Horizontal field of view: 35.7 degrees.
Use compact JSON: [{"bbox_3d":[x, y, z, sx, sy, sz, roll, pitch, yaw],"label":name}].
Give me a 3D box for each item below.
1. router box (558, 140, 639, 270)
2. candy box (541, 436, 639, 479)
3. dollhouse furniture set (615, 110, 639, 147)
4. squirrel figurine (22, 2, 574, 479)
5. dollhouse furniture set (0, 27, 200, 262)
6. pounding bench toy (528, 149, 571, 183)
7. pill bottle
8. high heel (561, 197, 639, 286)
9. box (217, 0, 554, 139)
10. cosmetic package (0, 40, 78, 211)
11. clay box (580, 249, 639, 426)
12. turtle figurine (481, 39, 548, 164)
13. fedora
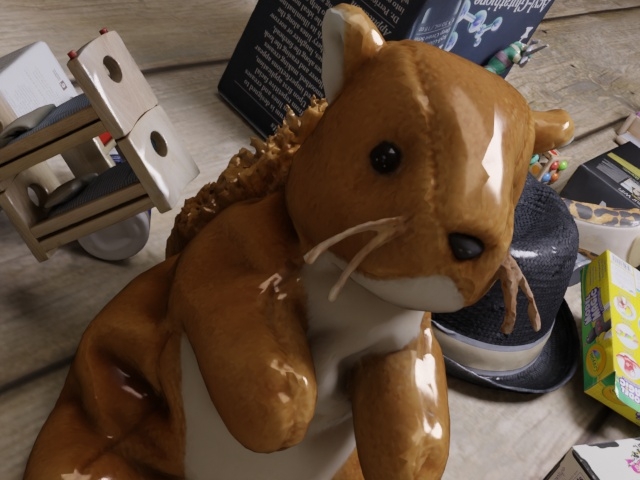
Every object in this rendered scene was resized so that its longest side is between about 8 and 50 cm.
[{"bbox_3d":[0.530,-0.014,1.493,0.309,0.081,0.243,41,32,19],"label":"router box"},{"bbox_3d":[0.318,0.284,0.871,0.159,0.071,0.233,4,40,-37],"label":"candy box"},{"bbox_3d":[0.712,-0.221,1.740,0.286,0.303,0.198,40,31,17],"label":"dollhouse furniture set"},{"bbox_3d":[0.000,0.000,0.723,0.281,0.370,0.397,21,31,-15],"label":"squirrel figurine"},{"bbox_3d":[-0.169,-0.098,0.786,0.129,0.129,0.183,61,25,-20],"label":"dollhouse furniture set"},{"bbox_3d":[0.350,-0.122,1.528,0.083,0.052,0.065,-5,45,-45],"label":"pounding bench toy"},{"bbox_3d":[-0.190,-0.042,0.925,0.067,0.067,0.120,18,32,-19],"label":"pill bottle"},{"bbox_3d":[0.345,-0.037,1.330,0.261,0.093,0.186,-15,46,-37],"label":"high heel"},{"bbox_3d":[0.106,-0.288,1.223,0.212,0.395,0.293,46,34,23],"label":"box"},{"bbox_3d":[-0.294,-0.074,0.817,0.085,0.117,0.231,60,20,-21],"label":"cosmetic package"},{"bbox_3d":[0.355,0.127,1.114,0.127,0.053,0.222,32,41,-15],"label":"clay box"},{"bbox_3d":[0.213,-0.160,1.207,0.118,0.234,0.175,3,71,13],"label":"turtle figurine"},{"bbox_3d":[0.186,0.010,1.088,0.334,0.152,0.334,22,31,-14],"label":"fedora"}]
